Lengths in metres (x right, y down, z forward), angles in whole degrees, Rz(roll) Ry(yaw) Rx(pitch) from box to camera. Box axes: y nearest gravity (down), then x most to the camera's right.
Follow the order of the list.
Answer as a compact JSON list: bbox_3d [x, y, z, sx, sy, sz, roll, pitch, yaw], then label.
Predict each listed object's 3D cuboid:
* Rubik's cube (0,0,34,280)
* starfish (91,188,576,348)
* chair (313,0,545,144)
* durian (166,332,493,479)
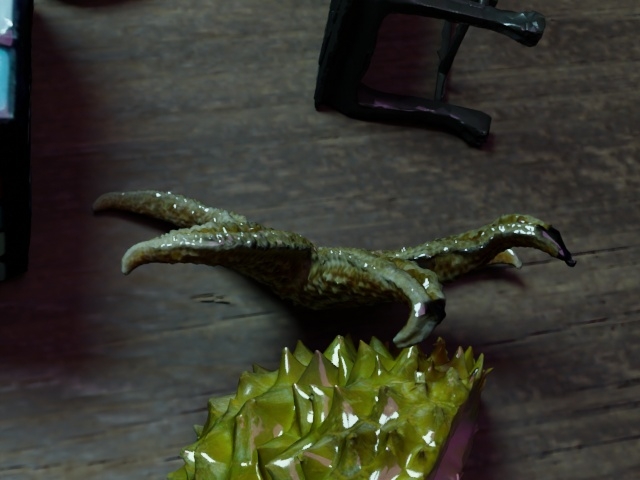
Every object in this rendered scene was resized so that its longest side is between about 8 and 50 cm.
[{"bbox_3d":[-0.216,-0.093,0.610,0.187,0.182,0.184,3,67,-11],"label":"Rubik's cube"},{"bbox_3d":[0.000,0.008,0.661,0.238,0.213,0.057,6,93,32],"label":"starfish"},{"bbox_3d":[-0.004,-0.147,0.742,0.229,0.106,0.113,13,59,-5],"label":"chair"},{"bbox_3d":[0.015,0.119,0.607,0.132,0.165,0.182,44,83,-23],"label":"durian"}]
